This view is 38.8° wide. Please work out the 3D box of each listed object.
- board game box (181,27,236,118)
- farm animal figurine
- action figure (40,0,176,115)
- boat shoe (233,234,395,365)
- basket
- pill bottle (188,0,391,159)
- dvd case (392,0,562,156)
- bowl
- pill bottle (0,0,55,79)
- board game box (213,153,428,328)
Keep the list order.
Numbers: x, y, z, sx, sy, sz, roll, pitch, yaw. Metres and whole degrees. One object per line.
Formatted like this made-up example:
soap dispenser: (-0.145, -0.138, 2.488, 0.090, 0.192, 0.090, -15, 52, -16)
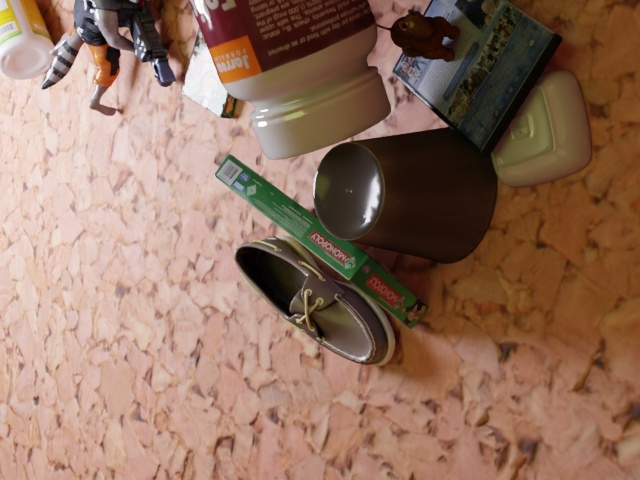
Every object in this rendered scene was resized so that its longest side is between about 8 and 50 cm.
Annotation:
board game box: (-0.174, -0.366, 1.651, 0.136, 0.030, 0.259, 32, 112, 37)
farm animal figurine: (0.141, -0.424, 1.209, 0.330, 0.172, 0.326, -56, 42, 28)
action figure: (-0.424, -0.399, 1.795, 0.341, 0.178, 0.330, 61, 138, 29)
boat shoe: (-0.016, 0.096, 1.458, 0.324, 0.097, 0.116, 41, 118, 36)
basket: (0.113, -0.066, 1.241, 0.154, 0.227, 0.204, 19, 103, 42)
pill bottle: (-0.058, -0.322, 1.204, 0.224, 0.224, 0.392, -6, 111, 44)
dvd case: (0.204, -0.251, 1.245, 0.180, 0.022, 0.253, -61, 39, 23)
bowl: (0.278, -0.147, 1.201, 0.142, 0.053, 0.142, -17, 80, 42)
pill bottle: (-0.709, -0.502, 2.088, 0.136, 0.136, 0.245, -45, 61, 35)
board game box: (0.000, 0.000, 1.364, 0.317, 0.213, 0.046, 37, 88, 38)
